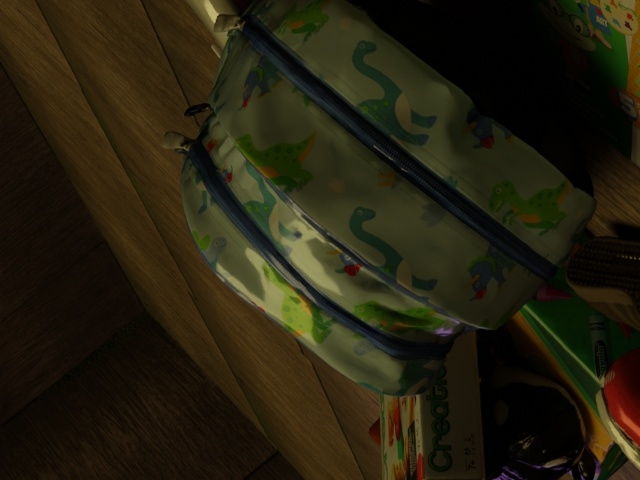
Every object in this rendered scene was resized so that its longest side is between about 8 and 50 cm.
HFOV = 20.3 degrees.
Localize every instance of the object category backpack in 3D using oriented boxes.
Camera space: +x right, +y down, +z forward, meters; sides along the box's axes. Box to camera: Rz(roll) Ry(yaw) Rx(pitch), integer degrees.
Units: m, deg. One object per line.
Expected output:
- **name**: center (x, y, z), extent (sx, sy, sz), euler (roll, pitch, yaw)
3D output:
- **backpack**: center (0.042, -0.044, 1.150), extent (0.290, 0.273, 0.355), euler (44, 170, -9)

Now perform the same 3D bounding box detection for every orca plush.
- **orca plush**: center (0.133, 0.166, 1.517), extent (0.151, 0.102, 0.287), euler (54, 168, -16)

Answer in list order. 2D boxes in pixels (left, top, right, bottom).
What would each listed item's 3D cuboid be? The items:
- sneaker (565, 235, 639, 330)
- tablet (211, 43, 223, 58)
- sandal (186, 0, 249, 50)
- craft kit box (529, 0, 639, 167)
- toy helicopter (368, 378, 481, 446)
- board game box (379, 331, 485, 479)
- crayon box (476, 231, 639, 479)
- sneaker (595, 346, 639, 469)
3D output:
- **sneaker**: center (0.248, 0.040, 1.255), extent (0.071, 0.066, 0.188), euler (34, 178, -25)
- **tablet**: center (-0.060, -0.125, 1.485), extent (0.083, 0.006, 0.054), euler (54, -176, 19)
- **sandal**: center (-0.030, -0.179, 1.506), extent (0.169, 0.102, 0.416), euler (53, -177, 16)
- **craft kit box**: center (0.207, -0.102, 0.957), extent (0.250, 0.061, 0.246), euler (42, 163, 36)
- **toy helicopter**: center (0.083, 0.139, 1.987), extent (0.235, 0.140, 0.355), euler (42, 179, 9)
- **board game box**: center (0.085, 0.083, 1.478), extent (0.193, 0.053, 0.305), euler (104, 166, -63)
- **crayon box**: center (0.207, 0.094, 1.477), extent (0.165, 0.081, 0.278), euler (47, 168, 18)
- **sneaker**: center (0.311, 0.129, 1.126), extent (0.279, 0.107, 0.118), euler (26, 151, 15)
